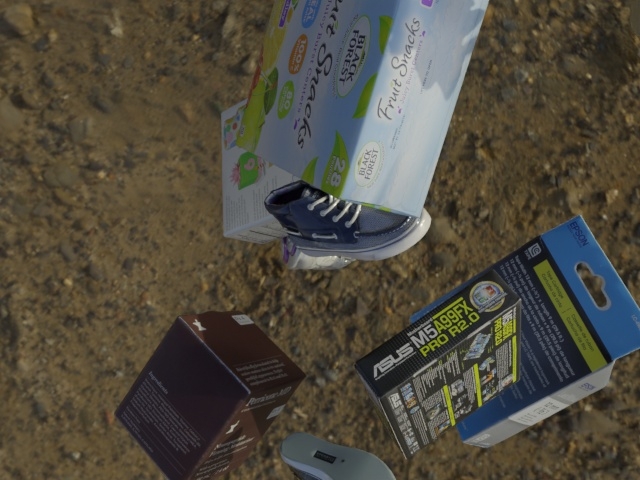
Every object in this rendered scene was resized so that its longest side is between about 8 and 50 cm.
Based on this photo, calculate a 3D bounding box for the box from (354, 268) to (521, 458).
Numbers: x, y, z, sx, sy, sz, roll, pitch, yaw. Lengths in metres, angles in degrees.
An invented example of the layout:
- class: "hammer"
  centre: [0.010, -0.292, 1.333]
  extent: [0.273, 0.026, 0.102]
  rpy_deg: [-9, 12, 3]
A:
- class: "box"
  centre: [0.171, 0.180, 0.972]
  extent: [0.216, 0.060, 0.270]
  rpy_deg: [-34, 146, -7]

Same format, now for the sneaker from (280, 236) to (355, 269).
- class: "sneaker"
  centre: [0.000, 0.000, 1.377]
  extent: [0.152, 0.305, 0.114]
  rpy_deg: [-1, 87, 2]

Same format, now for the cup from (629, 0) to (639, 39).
- class: "cup"
  centre: [0.583, -0.372, 1.005]
  extent: [0.331, 0.331, 0.237]
  rpy_deg: [26, 135, -2]

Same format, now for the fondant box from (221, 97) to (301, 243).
- class: "fondant box"
  centre: [-0.029, -0.148, 1.187]
  extent: [0.330, 0.096, 0.238]
  rpy_deg: [-17, 70, 41]

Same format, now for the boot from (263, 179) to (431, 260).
- class: "boot"
  centre: [0.022, -0.027, 0.773]
  extent: [0.190, 0.069, 0.086]
  rpy_deg: [-8, 136, 43]

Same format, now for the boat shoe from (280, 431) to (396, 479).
- class: "boat shoe"
  centre: [0.030, 0.320, 0.949]
  extent: [0.183, 0.065, 0.083]
  rpy_deg: [14, 135, 38]

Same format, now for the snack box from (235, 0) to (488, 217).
- class: "snack box"
  centre: [0.019, -0.128, 0.517]
  extent: [0.070, 0.207, 0.174]
  rpy_deg: [11, 101, -29]

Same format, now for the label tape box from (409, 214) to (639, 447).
- class: "label tape box"
  centre: [0.353, 0.157, 1.195]
  extent: [0.348, 0.249, 0.115]
  rpy_deg: [-35, 143, 21]

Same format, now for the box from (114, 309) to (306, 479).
- class: "box"
  centre: [-0.169, 0.238, 1.094]
  extent: [0.167, 0.168, 0.203]
  rpy_deg: [42, 107, 23]
